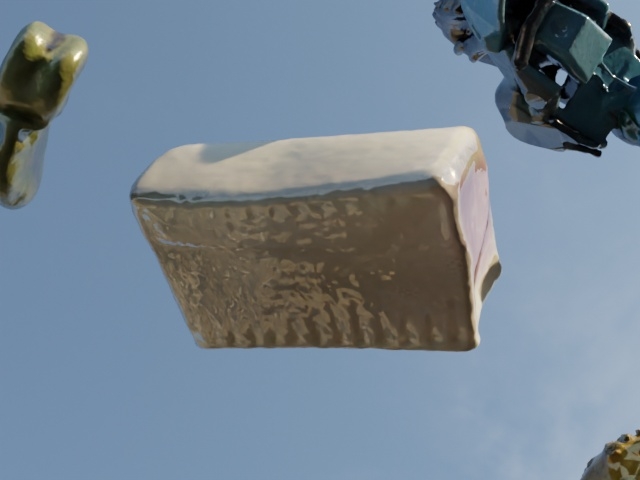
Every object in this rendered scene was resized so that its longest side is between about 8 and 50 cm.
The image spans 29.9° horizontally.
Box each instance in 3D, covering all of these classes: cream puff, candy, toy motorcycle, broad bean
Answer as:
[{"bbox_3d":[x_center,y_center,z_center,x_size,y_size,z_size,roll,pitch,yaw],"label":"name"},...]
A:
[{"bbox_3d":[0.333,0.284,1.277,0.189,0.129,0.189,-47,-18,-21],"label":"cream puff"},{"bbox_3d":[0.000,-0.003,1.248,0.358,0.145,0.208,-2,-56,25],"label":"candy"},{"bbox_3d":[0.307,-0.201,1.391,0.172,0.416,0.232,-56,-14,-8],"label":"toy motorcycle"},{"bbox_3d":[-0.297,-0.132,1.228,0.072,0.153,0.207,24,-50,-8],"label":"broad bean"}]
